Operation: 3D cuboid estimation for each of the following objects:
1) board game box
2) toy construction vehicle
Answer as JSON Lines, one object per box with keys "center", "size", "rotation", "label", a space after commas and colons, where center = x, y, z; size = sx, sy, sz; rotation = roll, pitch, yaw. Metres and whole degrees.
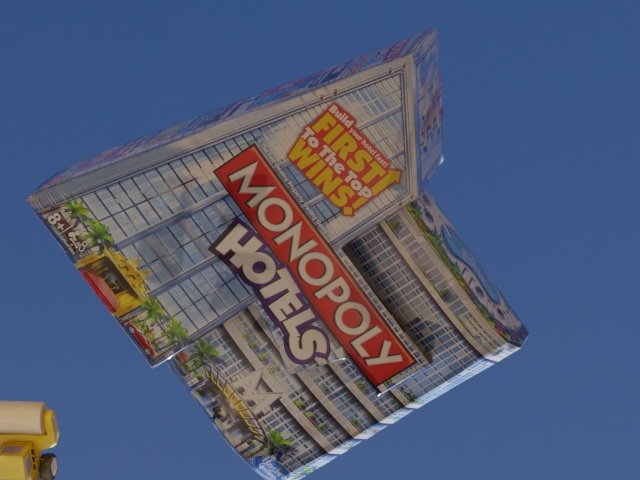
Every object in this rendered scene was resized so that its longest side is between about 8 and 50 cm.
{"center": [0.000, 0.000, 0.855], "size": [0.194, 0.060, 0.194], "rotation": [-33, -82, 23], "label": "board game box"}
{"center": [-0.134, 0.107, 0.720], "size": [0.086, 0.035, 0.098], "rotation": [4, -55, 4], "label": "toy construction vehicle"}
